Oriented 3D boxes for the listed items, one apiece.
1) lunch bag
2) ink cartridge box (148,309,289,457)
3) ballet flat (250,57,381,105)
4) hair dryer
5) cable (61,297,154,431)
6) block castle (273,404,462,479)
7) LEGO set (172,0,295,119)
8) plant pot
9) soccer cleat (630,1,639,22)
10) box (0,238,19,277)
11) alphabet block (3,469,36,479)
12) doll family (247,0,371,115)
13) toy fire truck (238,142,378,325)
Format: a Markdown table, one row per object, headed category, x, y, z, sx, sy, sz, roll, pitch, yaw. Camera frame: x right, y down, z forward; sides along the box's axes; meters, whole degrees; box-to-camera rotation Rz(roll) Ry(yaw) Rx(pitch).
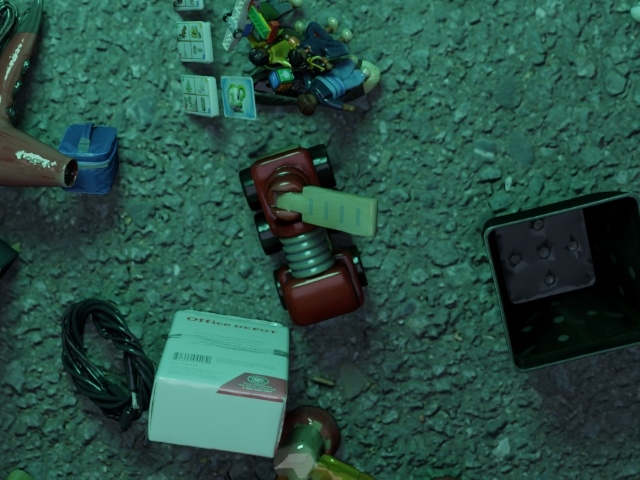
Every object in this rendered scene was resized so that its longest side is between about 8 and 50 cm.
| category | x | y | z | sx | sy | sz | roll | pitch | yaw |
| --- | --- | --- | --- | --- | --- | --- | --- | --- | --- |
| lunch bag | -0.289 | -0.109 | 1.332 | 0.067 | 0.098 | 0.065 | 4 | 121 | -4 |
| ink cartridge box | -0.123 | 0.174 | 1.338 | 0.158 | 0.218 | 0.092 | 9 | 109 | -4 |
| ballet flat | -0.009 | -0.195 | 1.340 | 0.173 | 0.049 | 0.058 | -8 | 102 | 0 |
| hair dryer | -0.391 | -0.172 | 1.275 | 0.223 | 0.080 | 0.293 | -38 | 79 | 9 |
| cable | -0.280 | 0.149 | 1.368 | 0.184 | 0.047 | 0.151 | 51 | 138 | 21 |
| block castle | 0.000 | 0.483 | 1.424 | 0.303 | 0.213 | 0.453 | 26 | 95 | 5 |
| LEGO set | -0.097 | -0.236 | 1.254 | 0.060 | 0.244 | 0.183 | -13 | 106 | -31 |
| plant pot | 0.300 | 0.033 | 1.342 | 0.187 | 0.167 | 0.188 | -14 | 104 | 1 |
| soccer cleat | 0.486 | -0.283 | 1.325 | 0.196 | 0.068 | 0.076 | -9 | 106 | -2 |
| box | -0.556 | 0.118 | 1.250 | 0.179 | 0.343 | 0.312 | 37 | 100 | -8 |
| alphabet block | -0.408 | 0.460 | 1.409 | 0.193 | 0.197 | 0.192 | 39 | 100 | -10 |
| doll family | -0.027 | -0.224 | 1.286 | 0.193 | 0.111 | 0.076 | 33 | 136 | 22 |
| toy fire truck | 0.000 | 0.000 | 1.285 | 0.158 | 0.246 | 0.217 | -17 | 103 | 3 |
